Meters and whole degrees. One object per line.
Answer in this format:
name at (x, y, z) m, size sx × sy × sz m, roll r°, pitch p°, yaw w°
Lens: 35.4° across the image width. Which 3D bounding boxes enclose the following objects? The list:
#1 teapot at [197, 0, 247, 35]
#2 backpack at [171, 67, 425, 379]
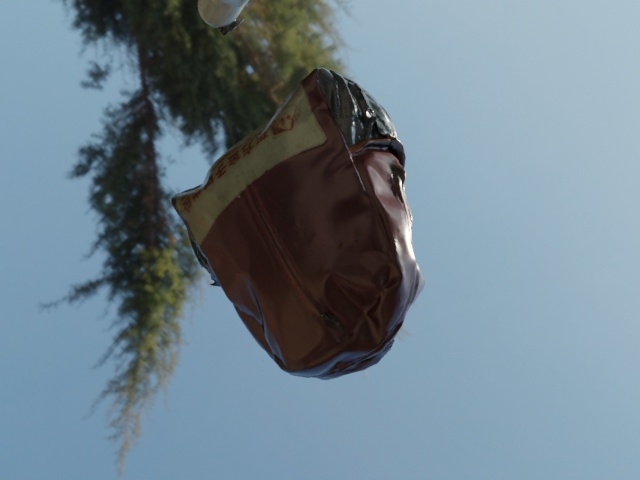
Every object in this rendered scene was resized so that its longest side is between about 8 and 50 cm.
teapot at (0.022, -0.332, 0.645) m, size 0.424 × 0.252 × 0.280 m, roll -64°, pitch -167°, yaw 4°
backpack at (0.000, 0.000, 1.137) m, size 0.283 × 0.197 × 0.317 m, roll -43°, pitch -124°, yaw 24°
